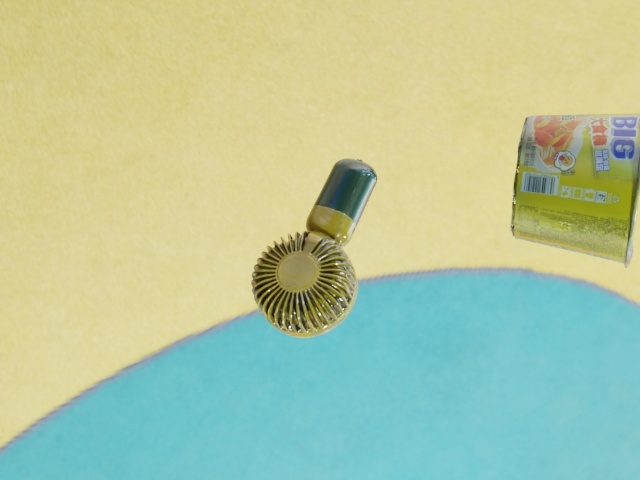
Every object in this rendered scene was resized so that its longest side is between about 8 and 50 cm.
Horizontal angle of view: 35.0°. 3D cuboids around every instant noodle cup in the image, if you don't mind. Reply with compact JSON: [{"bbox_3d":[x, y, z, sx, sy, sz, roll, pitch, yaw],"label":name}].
[{"bbox_3d":[0.323,-0.070,1.270,0.153,0.205,0.204,5,129,15],"label":"instant noodle cup"}]

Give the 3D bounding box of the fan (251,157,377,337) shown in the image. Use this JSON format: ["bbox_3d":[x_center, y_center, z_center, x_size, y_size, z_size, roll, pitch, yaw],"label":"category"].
[{"bbox_3d":[0.000,0.000,0.803,0.155,0.082,0.039,-66,158,-19],"label":"fan"}]
